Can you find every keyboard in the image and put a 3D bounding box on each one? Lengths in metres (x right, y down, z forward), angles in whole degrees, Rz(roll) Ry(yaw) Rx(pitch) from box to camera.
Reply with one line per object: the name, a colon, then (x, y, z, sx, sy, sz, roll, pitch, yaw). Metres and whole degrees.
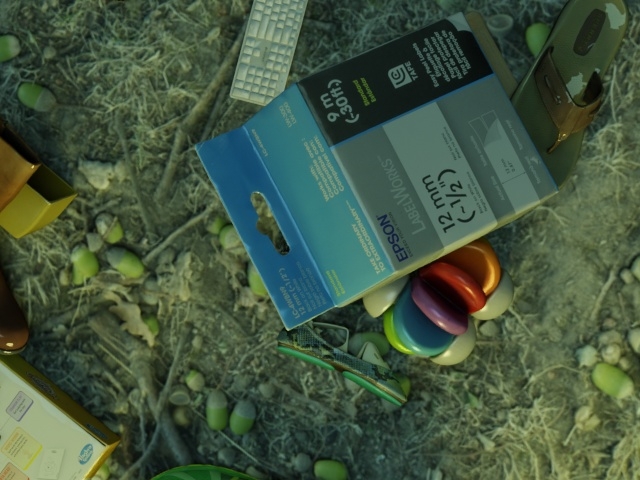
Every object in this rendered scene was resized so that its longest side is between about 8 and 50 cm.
keyboard: (-0.056, -0.306, 1.589, 0.072, 0.014, 0.256, 15, 93, 7)

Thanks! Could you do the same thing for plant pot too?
plant pot: (-0.393, -0.051, 1.606, 0.081, 0.081, 0.083, 39, 110, 5)

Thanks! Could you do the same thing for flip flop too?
flip flop: (0.314, -0.193, 1.498, 0.112, 0.080, 0.277, 26, 88, -10)

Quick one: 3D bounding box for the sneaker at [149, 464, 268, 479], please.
sneaker: (-0.113, 0.356, 1.553, 0.295, 0.123, 0.109, 1, 92, 8)

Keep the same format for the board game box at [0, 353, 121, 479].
board game box: (-0.468, 0.268, 1.626, 0.316, 0.064, 0.242, 38, 95, 5)

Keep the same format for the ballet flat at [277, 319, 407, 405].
ballet flat: (0.036, 0.150, 1.563, 0.188, 0.070, 0.070, 25, 94, 3)

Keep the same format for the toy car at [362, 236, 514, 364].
toy car: (0.153, 0.071, 1.497, 0.159, 0.136, 0.182, 38, 95, -9)

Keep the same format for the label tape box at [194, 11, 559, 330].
label tape box: (0.066, -0.083, 1.396, 0.347, 0.115, 0.249, -25, 85, -20)

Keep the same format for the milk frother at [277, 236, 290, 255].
milk frother: (0.000, 0.000, 1.524, 0.129, 0.135, 0.143, 42, 94, 26)

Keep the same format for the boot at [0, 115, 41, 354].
boot: (-0.421, -0.019, 1.550, 0.264, 0.096, 0.280, 54, 125, 15)

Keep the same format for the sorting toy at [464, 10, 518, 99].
sorting toy: (0.168, -0.164, 1.527, 0.193, 0.038, 0.208, -28, 91, -16)
